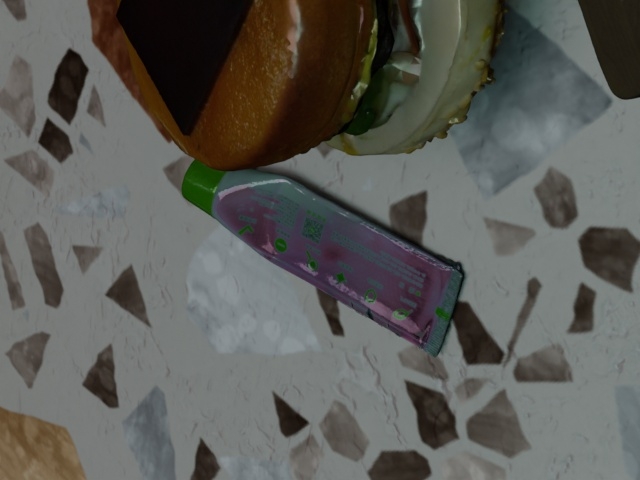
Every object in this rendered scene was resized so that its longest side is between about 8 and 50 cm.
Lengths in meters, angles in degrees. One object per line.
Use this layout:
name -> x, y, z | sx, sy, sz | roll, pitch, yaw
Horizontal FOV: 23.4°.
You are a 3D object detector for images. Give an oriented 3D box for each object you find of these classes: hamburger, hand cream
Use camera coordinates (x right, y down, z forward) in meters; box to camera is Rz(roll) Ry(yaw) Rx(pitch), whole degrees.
hamburger -> -0.007, -0.186, 1.142 | 0.291, 0.225, 0.291 | 21, 117, 48
hand cream -> -0.001, 0.000, 1.329 | 0.275, 0.050, 0.079 | 28, 146, 24

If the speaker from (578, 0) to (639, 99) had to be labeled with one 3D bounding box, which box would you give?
speaker -> 0.249, -0.225, 0.948 | 0.192, 0.153, 0.230 | -24, 82, 52
